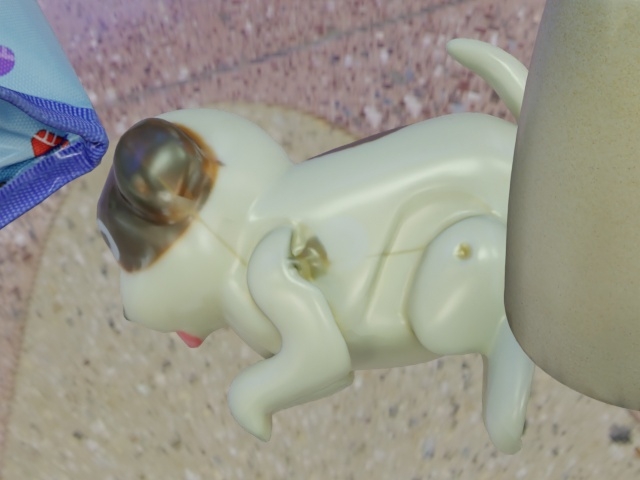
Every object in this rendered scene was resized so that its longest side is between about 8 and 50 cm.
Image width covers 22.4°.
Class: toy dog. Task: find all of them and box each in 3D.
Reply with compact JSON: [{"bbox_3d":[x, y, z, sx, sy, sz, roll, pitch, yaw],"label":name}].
[{"bbox_3d":[0.000,0.000,1.448,0.408,0.284,0.395,9,96,4],"label":"toy dog"}]

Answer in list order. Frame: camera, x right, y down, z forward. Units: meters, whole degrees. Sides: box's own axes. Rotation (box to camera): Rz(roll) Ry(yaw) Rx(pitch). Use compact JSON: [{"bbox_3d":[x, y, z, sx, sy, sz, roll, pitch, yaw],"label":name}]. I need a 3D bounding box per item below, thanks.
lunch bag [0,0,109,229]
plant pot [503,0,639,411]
[{"bbox_3d":[-0.229,-0.105,0.426,0.138,0.293,0.221,-43,53,15],"label":"lunch bag"},{"bbox_3d":[0.232,-0.072,1.046,0.256,0.274,0.256,-8,39,6],"label":"plant pot"}]
